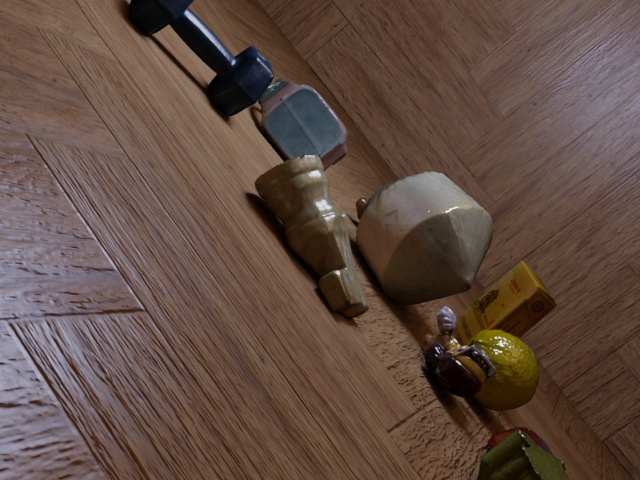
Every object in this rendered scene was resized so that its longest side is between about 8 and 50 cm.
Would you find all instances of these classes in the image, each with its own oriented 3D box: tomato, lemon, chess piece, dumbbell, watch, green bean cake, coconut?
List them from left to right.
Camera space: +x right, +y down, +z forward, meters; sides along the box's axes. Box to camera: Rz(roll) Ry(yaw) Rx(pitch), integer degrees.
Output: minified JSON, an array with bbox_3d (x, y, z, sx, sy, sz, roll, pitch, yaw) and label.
[{"bbox_3d":[-0.241,-0.409,1.973,0.316,0.156,0.144,45,-17,-28],"label":"dumbbell"},{"bbox_3d":[-0.052,-0.274,2.323,0.253,0.162,0.241,53,-1,-1],"label":"watch"},{"bbox_3d":[0.000,0.000,1.728,0.301,0.137,0.137,64,14,9],"label":"chess piece"},{"bbox_3d":[0.248,0.005,2.173,0.329,0.329,0.329,48,12,-13],"label":"coconut"},{"bbox_3d":[0.398,0.290,2.145,0.180,0.181,0.193,-116,-173,-49],"label":"lemon"},{"bbox_3d":[0.426,0.450,1.943,0.173,0.099,0.189,55,10,27],"label":"tomato"},{"bbox_3d":[0.396,0.477,1.685,0.233,0.124,0.236,38,17,-43],"label":"green bean cake"}]

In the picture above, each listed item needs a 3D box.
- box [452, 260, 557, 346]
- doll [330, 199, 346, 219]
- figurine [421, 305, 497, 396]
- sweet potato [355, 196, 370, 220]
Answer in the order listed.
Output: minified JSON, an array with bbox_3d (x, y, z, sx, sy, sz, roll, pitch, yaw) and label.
[{"bbox_3d":[0.430,0.191,2.329,0.076,0.274,0.174,43,13,-17],"label":"box"},{"bbox_3d":[0.011,-0.063,2.086,0.076,0.050,0.083,27,21,-20],"label":"doll"},{"bbox_3d":[0.275,0.243,1.980,0.174,0.116,0.240,50,5,-16],"label":"figurine"},{"bbox_3d":[0.162,-0.039,2.489,0.252,0.097,0.097,37,18,-47],"label":"sweet potato"}]
